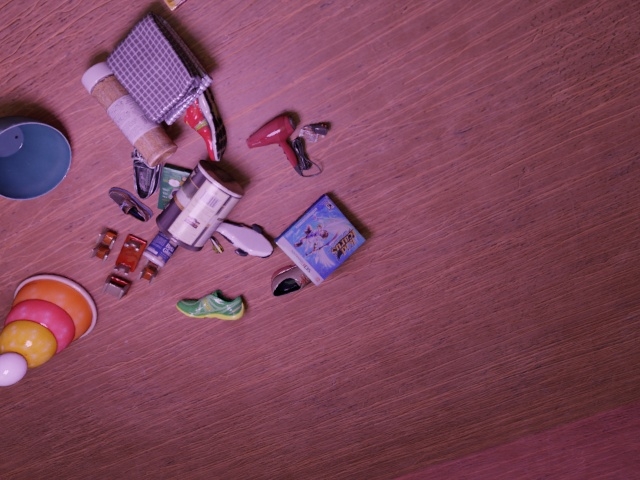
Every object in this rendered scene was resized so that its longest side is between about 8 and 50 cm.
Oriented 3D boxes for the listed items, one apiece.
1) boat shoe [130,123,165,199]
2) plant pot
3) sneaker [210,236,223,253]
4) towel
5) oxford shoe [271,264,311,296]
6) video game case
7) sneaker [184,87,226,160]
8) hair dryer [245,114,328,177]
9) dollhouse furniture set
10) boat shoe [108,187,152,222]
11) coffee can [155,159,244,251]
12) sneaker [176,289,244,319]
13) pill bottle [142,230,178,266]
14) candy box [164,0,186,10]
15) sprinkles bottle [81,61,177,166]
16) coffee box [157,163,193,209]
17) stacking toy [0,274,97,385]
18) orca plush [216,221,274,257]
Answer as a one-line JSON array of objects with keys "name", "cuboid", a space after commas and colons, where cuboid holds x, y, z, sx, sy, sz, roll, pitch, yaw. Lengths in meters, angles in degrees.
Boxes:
[{"name": "boat shoe", "cuboid": [-0.637, -0.297, 1.692, 0.113, 0.105, 0.307, 16, 117, -8]}, {"name": "plant pot", "cuboid": [-1.064, -0.314, 1.620, 0.195, 0.290, 0.290, 34, 120, 24]}, {"name": "sneaker", "cuboid": [-0.435, 0.023, 1.908, 0.035, 0.031, 0.083, -23, 116, 13]}, {"name": "towel", "cuboid": [-0.527, -0.550, 1.504, 0.235, 0.121, 0.284, -37, 91, 17]}, {"name": "oxford shoe", "cuboid": [-0.050, 0.139, 1.911, 0.348, 0.130, 0.123, -31, 113, 16]}, {"name": "video game case", "cuboid": [0.000, 0.000, 1.809, 0.269, 0.061, 0.244, -43, 106, -3]}, {"name": "sneaker", "cuboid": [-0.418, -0.414, 1.640, 0.118, 0.107, 0.279, -10, 108, 12]}, {"name": "hair dryer", "cuboid": [-0.125, -0.339, 1.680, 0.293, 0.080, 0.224, 12, 119, -6]}, {"name": "dollhouse furniture set", "cuboid": [-0.806, 0.101, 1.922, 0.261, 0.135, 0.259, 27, 104, -14]}, {"name": "boat shoe", "cuboid": [-0.743, -0.136, 1.803, 0.183, 0.066, 0.066, 33, 114, -16]}, {"name": "coffee can", "cuboid": [-0.440, -0.127, 1.706, 0.201, 0.201, 0.275, 37, 103, -18]}, {"name": "sneaker", "cuboid": [-0.475, 0.274, 2.021, 0.295, 0.109, 0.124, 3, 96, 1]}, {"name": "pill bottle", "cuboid": [-0.612, 0.012, 1.830, 0.094, 0.094, 0.169, 38, 73, -18]}, {"name": "candy box", "cuboid": [-0.475, -0.827, 1.432, 0.109, 0.053, 0.187, -30, 116, 15]}, {"name": "sprinkles bottle", "cuboid": [-0.640, -0.422, 1.565, 0.121, 0.121, 0.355, -36, 97, 18]}, {"name": "coffee box", "cuboid": [-0.559, -0.195, 1.784, 0.113, 0.040, 0.184, 13, 117, -8]}, {"name": "stacking toy", "cuboid": [-1.163, 0.394, 1.862, 0.350, 0.480, 0.351, 0, 119, 1]}, {"name": "orca plush", "cuboid": [-0.330, 0.008, 1.863, 0.287, 0.151, 0.102, 12, 149, -9]}]
